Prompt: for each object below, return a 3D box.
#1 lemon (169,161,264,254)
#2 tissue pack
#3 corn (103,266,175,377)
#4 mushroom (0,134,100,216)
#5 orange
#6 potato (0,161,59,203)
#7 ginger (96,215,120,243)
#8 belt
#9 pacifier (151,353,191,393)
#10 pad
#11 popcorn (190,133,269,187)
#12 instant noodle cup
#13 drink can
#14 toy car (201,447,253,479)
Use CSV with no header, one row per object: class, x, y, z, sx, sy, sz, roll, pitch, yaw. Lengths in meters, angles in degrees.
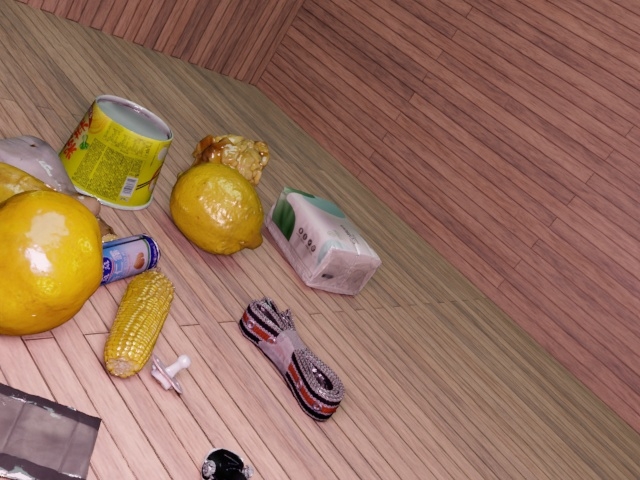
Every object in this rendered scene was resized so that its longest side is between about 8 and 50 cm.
lemon,-0.295,-0.088,1.812,0.320,0.245,0.245,42,21,7
tissue pack,0.001,-0.001,2.131,0.266,0.193,0.356,15,28,-44
corn,-0.379,0.170,1.309,0.106,0.106,0.305,28,26,-16
mushroom,-0.690,-0.145,1.550,0.329,0.122,0.159,40,58,18
orange,-0.526,0.042,1.134,0.235,0.279,0.279,57,11,-23
potato,-0.684,-0.087,1.355,0.301,0.140,0.173,24,29,-11
ginger,-0.538,-0.018,1.566,0.058,0.044,0.137,-18,47,-30
belt,-0.072,0.282,1.529,0.126,0.094,0.359,4,34,-46
pacifier,-0.295,0.256,1.257,0.099,0.078,0.081,55,-7,-20
pad,-0.467,0.304,0.980,0.233,0.022,0.174,27,21,-21
popcorn,-0.316,-0.269,2.214,0.265,0.225,0.332,12,27,27
instant noodle cup,-0.577,-0.262,1.797,0.312,0.221,0.311,31,20,-13
drink can,-0.476,0.047,1.439,0.097,0.097,0.235,38,20,11
toy car,-0.152,0.450,1.084,0.096,0.056,0.205,19,21,-35
